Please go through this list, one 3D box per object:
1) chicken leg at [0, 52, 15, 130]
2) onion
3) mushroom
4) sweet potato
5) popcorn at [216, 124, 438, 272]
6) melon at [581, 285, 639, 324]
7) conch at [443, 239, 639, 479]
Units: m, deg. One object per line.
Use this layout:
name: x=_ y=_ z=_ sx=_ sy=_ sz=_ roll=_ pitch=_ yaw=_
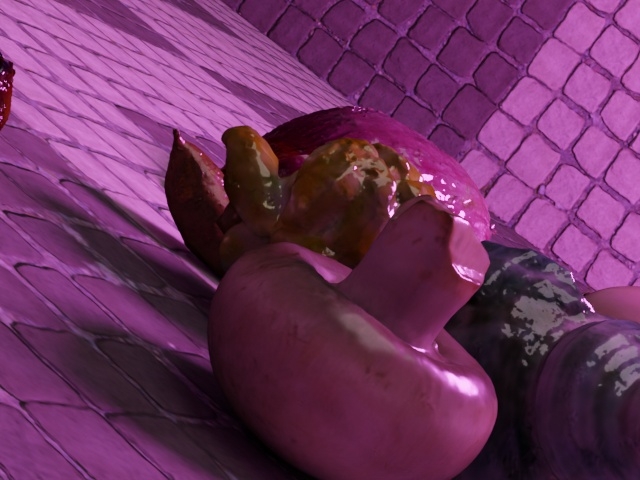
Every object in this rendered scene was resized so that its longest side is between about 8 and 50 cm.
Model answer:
chicken leg: x=-0.281 y=-0.120 z=1.472 sx=0.093 sy=0.053 sz=0.205 roll=-3 pitch=26 yaw=-39
onion: x=0.020 y=-0.060 z=1.873 sx=0.267 sy=0.159 sz=0.348 roll=28 pitch=3 yaw=41
mushroom: x=0.035 y=0.059 z=1.235 sx=0.204 sy=0.204 sz=0.204 roll=35 pitch=9 yaw=-6
sweet potato: x=-0.069 y=0.008 z=1.586 sx=0.226 sy=0.068 sz=0.068 roll=52 pitch=8 yaw=-4
popcorn: x=0.000 y=0.000 z=1.477 sx=0.212 sy=0.198 sz=0.198 roll=29 pitch=8 yaw=3
melon: x=0.314 y=0.174 z=1.613 sx=0.317 sy=0.223 sz=0.223 roll=39 pitch=9 yaw=15
conch: x=0.168 y=0.121 z=1.353 sx=0.195 sy=0.220 sz=0.277 roll=7 pitch=4 yaw=-34
